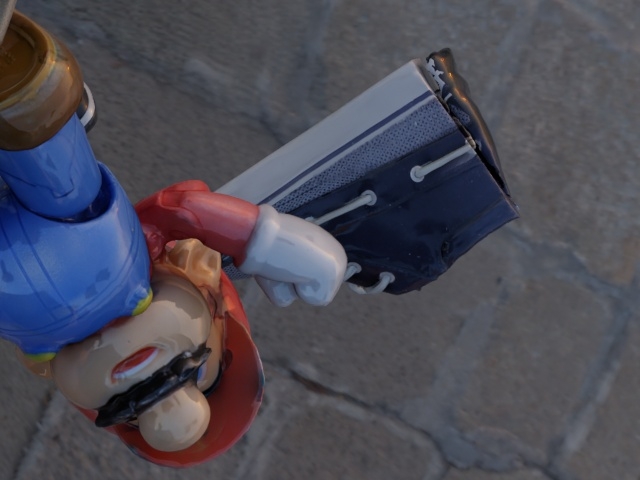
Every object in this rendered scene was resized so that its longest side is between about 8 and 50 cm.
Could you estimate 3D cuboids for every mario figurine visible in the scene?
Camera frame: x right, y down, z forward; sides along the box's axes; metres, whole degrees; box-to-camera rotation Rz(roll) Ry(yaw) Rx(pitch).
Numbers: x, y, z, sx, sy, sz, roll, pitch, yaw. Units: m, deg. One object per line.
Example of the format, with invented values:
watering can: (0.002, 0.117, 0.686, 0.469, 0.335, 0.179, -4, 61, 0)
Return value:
mario figurine: (-0.106, 0.034, 0.645, 0.320, 0.198, 0.170, 55, 41, -56)

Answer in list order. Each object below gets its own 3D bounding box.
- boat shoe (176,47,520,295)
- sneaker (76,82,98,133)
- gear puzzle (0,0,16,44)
boat shoe: (0.000, 0.000, 1.068, 0.340, 0.127, 0.158, -33, 91, 13)
sneaker: (-0.331, -0.191, 1.409, 0.084, 0.235, 0.097, -43, 153, -3)
gear puzzle: (-0.281, -0.121, 0.493, 0.338, 0.044, 0.176, 15, 78, 3)
